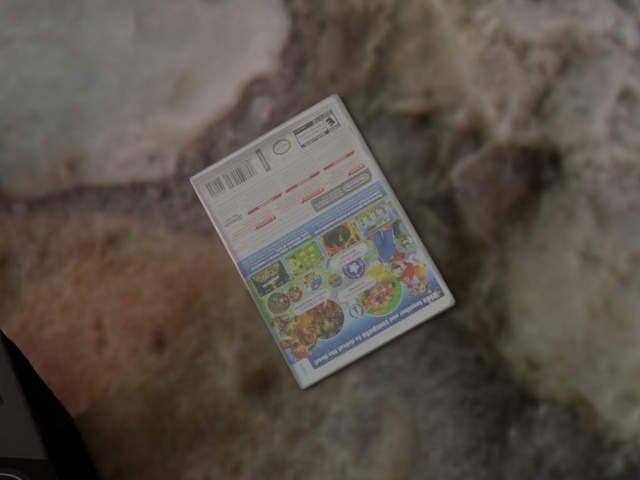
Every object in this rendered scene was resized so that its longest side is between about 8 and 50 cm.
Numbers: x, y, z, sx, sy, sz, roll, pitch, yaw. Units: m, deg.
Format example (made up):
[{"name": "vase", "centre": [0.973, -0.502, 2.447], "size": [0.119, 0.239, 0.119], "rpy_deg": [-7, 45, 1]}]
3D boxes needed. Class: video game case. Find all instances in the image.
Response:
[{"name": "video game case", "centre": [0.000, 0.000, 0.659], "size": [0.087, 0.011, 0.122], "rpy_deg": [-30, 78, 4]}]

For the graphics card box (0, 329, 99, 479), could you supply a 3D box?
[{"name": "graphics card box", "centre": [-0.245, 0.221, 0.550], "size": [0.371, 0.094, 0.233], "rpy_deg": [-30, 44, -5]}]
